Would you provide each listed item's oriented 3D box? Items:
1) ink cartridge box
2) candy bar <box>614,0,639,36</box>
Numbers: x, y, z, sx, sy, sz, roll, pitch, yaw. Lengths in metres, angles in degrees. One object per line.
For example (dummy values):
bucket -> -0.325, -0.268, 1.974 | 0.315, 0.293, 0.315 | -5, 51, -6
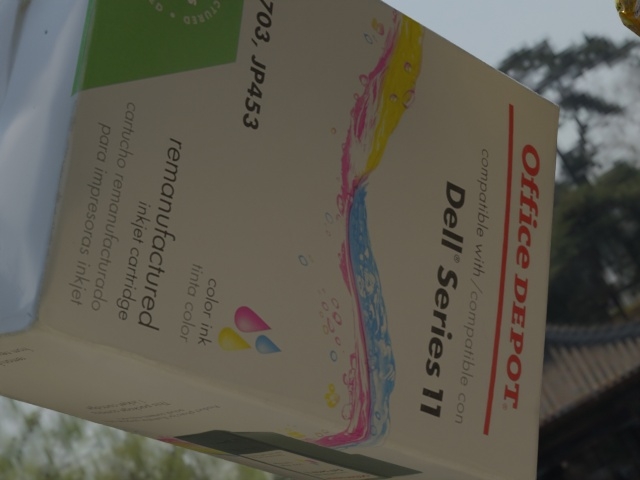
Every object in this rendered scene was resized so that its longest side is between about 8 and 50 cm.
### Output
ink cartridge box -> 0.000, 0.000, 0.699 | 0.353, 0.207, 0.119 | 23, -25, -39
candy bar -> 0.149, -0.153, 0.701 | 0.018, 0.162, 0.040 | -23, -40, 39
